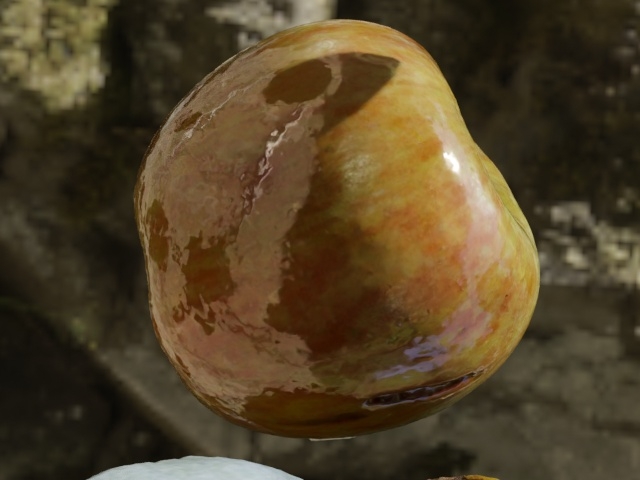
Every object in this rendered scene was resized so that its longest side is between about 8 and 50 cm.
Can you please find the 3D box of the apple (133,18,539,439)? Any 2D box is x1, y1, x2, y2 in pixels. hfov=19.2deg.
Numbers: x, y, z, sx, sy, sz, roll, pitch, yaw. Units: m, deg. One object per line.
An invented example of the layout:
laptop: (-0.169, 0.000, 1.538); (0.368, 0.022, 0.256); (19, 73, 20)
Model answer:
apple: (0.000, 0.000, 1.198); (0.264, 0.264, 0.264); (-177, -90, -89)

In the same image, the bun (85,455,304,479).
bun: (-0.051, 0.284, 0.905); (0.211, 0.362, 0.362); (-28, -129, 44)

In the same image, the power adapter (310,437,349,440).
power adapter: (0.016, 0.084, 1.903); (0.130, 0.125, 0.205); (-17, -82, 63)

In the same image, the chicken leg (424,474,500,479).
chicken leg: (0.026, 0.260, 1.351); (0.182, 0.295, 0.409); (52, 2, -2)
